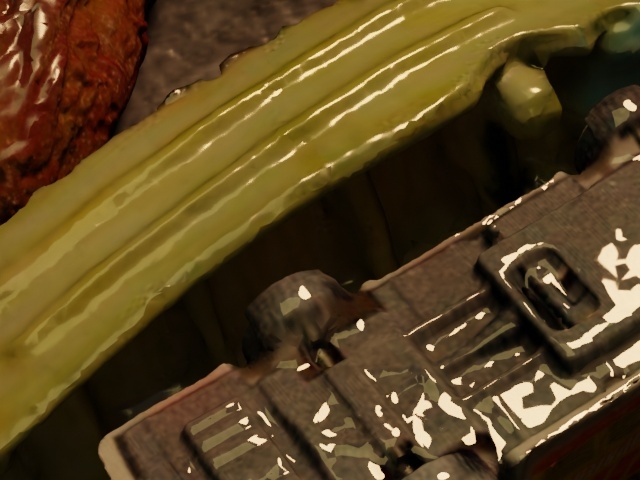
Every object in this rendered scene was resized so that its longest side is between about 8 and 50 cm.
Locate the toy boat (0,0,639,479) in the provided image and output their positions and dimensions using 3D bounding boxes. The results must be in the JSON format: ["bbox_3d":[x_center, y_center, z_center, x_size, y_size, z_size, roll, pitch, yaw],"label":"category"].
[{"bbox_3d":[-0.002,-0.004,0.584,0.276,0.111,0.084,-33,52,-15],"label":"toy boat"}]

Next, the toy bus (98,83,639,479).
[{"bbox_3d":[0.068,0.039,0.548,0.268,0.106,0.092,-30,56,-17],"label":"toy bus"}]

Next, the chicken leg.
[{"bbox_3d":[-0.161,-0.052,0.653,0.158,0.096,0.407,17,61,25],"label":"chicken leg"}]
